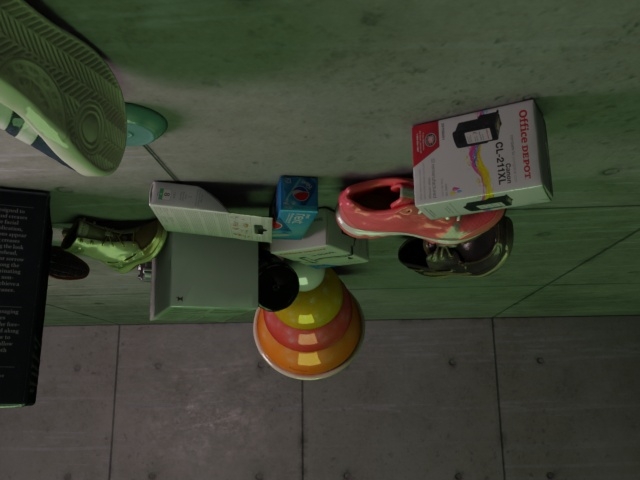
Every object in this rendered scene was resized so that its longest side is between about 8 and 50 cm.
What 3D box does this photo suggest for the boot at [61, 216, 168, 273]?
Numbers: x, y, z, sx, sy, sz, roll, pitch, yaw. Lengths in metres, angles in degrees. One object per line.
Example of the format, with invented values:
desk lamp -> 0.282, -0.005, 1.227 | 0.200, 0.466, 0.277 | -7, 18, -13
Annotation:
boot -> -0.451, -0.006, 1.357 | 0.213, 0.077, 0.165 | -29, 140, 34

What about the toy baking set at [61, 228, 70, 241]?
toy baking set -> -0.511, 0.008, 1.522 | 0.256, 0.030, 0.196 | 16, 165, -33

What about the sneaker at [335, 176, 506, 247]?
sneaker -> 0.178, -0.057, 1.106 | 0.313, 0.116, 0.136 | -2, 165, 6

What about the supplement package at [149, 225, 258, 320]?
supplement package -> -0.279, 0.079, 1.455 | 0.197, 0.200, 0.262 | 5, 165, -24

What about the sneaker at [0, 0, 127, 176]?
sneaker -> -0.337, -0.170, 0.639 | 0.148, 0.131, 0.350 | 3, 162, 15

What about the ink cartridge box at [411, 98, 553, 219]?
ink cartridge box -> 0.224, -0.110, 0.865 | 0.175, 0.128, 0.072 | -9, 161, 28

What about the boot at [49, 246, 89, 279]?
boot -> -0.724, 0.054, 1.620 | 0.219, 0.082, 0.106 | 19, 169, -29

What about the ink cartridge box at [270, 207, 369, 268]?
ink cartridge box -> 0.000, 0.000, 1.385 | 0.148, 0.086, 0.203 | -8, 165, 29

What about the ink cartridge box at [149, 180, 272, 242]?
ink cartridge box -> -0.203, -0.052, 1.199 | 0.224, 0.056, 0.181 | 5, 165, -3

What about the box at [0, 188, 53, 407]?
box -> -0.656, 0.123, 1.208 | 0.211, 0.396, 0.293 | 6, 164, -20

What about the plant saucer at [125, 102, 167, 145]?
plant saucer -> -0.276, -0.158, 0.869 | 0.119, 0.021, 0.119 | -1, 166, 0

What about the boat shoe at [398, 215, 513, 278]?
boat shoe -> 0.293, 0.024, 1.403 | 0.130, 0.133, 0.355 | 5, 164, -21

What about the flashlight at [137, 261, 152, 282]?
flashlight -> -0.346, 0.092, 1.723 | 0.303, 0.103, 0.103 | 8, 138, -26

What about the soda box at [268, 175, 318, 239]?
soda box -> -0.055, -0.057, 1.191 | 0.071, 0.067, 0.210 | 2, 165, -10

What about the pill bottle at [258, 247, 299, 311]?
pill bottle -> -0.144, 0.089, 1.548 | 0.122, 0.123, 0.219 | 6, -169, -24

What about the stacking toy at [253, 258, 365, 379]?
stacking toy -> -0.031, 0.166, 1.765 | 0.350, 0.351, 0.480 | 0, 149, -1
